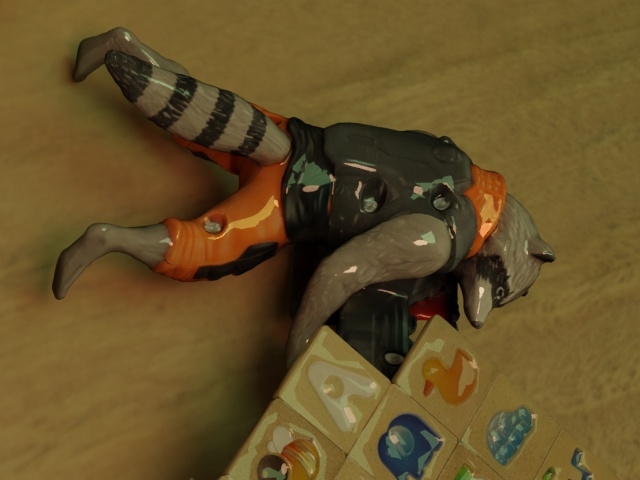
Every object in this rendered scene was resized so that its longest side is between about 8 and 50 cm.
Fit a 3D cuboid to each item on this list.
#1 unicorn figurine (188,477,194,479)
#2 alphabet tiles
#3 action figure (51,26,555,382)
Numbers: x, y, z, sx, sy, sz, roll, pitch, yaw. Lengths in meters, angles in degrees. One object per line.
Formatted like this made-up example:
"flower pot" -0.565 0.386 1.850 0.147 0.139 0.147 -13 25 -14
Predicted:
"unicorn figurine" -0.133 0.223 0.917 0.111 0.060 0.162 2 83 -40
"alphabet tiles" 0.081 0.222 0.938 0.342 0.011 0.285 42 61 -14
"action figure" 0.000 0.000 1.024 0.330 0.178 0.341 11 40 -16
